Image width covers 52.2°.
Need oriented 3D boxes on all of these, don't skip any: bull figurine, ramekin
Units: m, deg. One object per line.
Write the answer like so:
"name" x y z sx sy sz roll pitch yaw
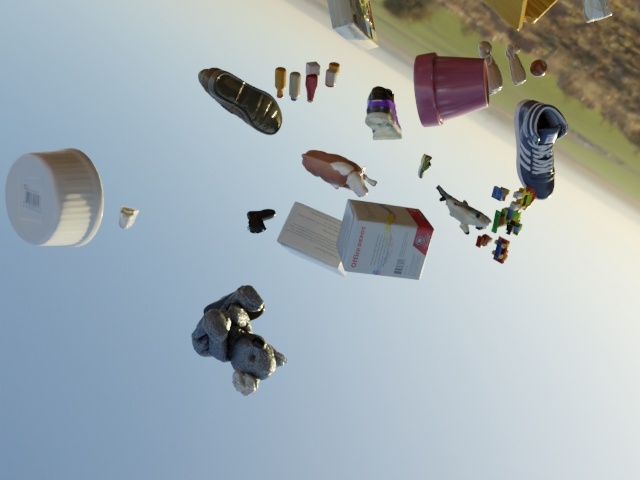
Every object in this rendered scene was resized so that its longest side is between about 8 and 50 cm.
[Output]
"bull figurine" 0.071 -0.218 2.147 0.310 0.101 0.188 32 180 37
"ramekin" -0.732 -0.114 1.774 0.277 0.277 0.135 39 -154 25

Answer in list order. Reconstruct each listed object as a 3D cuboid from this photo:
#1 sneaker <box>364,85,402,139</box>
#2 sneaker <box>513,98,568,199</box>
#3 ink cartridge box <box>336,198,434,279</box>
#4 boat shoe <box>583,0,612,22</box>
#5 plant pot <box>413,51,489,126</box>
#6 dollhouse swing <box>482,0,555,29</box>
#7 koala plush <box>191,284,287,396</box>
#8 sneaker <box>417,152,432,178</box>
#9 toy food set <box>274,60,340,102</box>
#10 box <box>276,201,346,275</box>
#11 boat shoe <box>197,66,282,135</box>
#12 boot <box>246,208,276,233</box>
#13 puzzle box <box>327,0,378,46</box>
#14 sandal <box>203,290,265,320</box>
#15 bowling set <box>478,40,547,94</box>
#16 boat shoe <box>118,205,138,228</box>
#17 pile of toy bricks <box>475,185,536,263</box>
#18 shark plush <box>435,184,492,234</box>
"sneaker" 0.210 -0.418 2.120 0.102 0.146 0.293 0 173 12
"sneaker" 0.594 -0.234 1.742 0.099 0.282 0.153 -15 -166 -5
"ink cartridge box" 0.137 -0.004 1.442 0.176 0.128 0.127 8 -156 -13
"boat shoe" 0.539 -0.515 1.265 0.059 0.170 0.063 -2 -161 24
"plant pot" 0.360 -0.415 1.768 0.180 0.201 0.201 -3 -175 19
"dollhouse swing" 0.638 -0.892 1.924 0.315 0.347 0.305 43 156 6
"koala plush" -0.197 0.269 1.651 0.221 0.203 0.196 43 -139 7
"sneaker" 0.331 -0.232 2.059 0.035 0.083 0.031 19 -150 19
"toy food set" -0.036 -0.538 2.234 0.232 0.105 0.111 -13 -138 -21
"box" 0.000 0.000 1.728 0.182 0.119 0.181 24 174 11
"boat shoe" -0.231 -0.418 1.921 0.104 0.111 0.307 30 176 40
"boot" -0.222 -0.072 2.467 0.121 0.045 0.099 -4 -138 -13
"puzzle box" 0.069 -0.636 1.623 0.052 0.272 0.409 -10 -173 14
"sandal" -0.231 0.186 1.789 0.060 0.219 0.090 -21 -92 -52
"bowling set" 0.605 -0.571 2.083 0.287 0.199 0.154 -46 -62 -78
"boat shoe" -0.695 -0.082 2.355 0.066 0.063 0.184 15 -170 -19
"pile of toy bricks" 0.494 -0.056 1.716 0.105 0.212 0.118 -12 -147 -35
"shark plush" 0.356 -0.080 1.660 0.161 0.073 0.067 34 -133 27
